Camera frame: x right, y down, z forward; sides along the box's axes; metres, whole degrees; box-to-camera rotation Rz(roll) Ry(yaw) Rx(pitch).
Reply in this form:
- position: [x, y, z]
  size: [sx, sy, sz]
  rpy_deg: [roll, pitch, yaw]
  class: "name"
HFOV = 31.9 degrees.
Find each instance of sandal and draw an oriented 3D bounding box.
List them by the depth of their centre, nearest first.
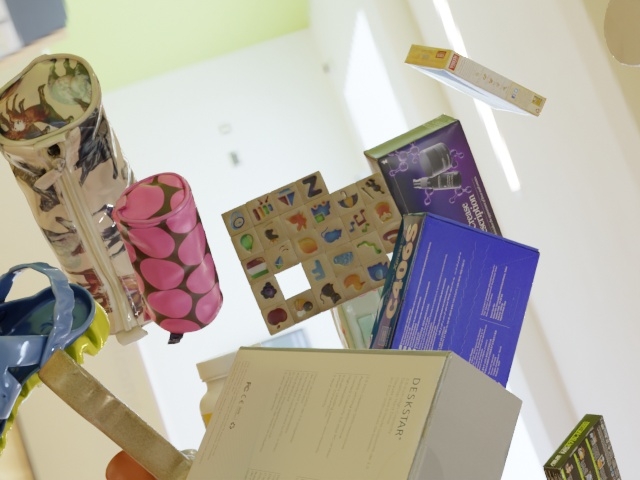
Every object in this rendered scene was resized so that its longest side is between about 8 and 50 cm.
- position: [-0.353, 0.133, 1.177]
  size: [0.126, 0.317, 0.138]
  rpy_deg: [23, -38, 17]
  class: "sandal"

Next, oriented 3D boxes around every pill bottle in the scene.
- position: [0.422, -0.235, 1.225]
  size: [0.121, 0.216, 0.121]
  rpy_deg: [12, -77, 60]
  class: "pill bottle"
- position: [-0.138, 0.388, 2.301]
  size: [0.188, 0.188, 0.333]
  rpy_deg: [140, -69, -83]
  class: "pill bottle"

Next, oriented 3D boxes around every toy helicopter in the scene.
- position: [-0.141, 0.227, 1.118]
  size: [0.355, 0.140, 0.235]
  rpy_deg: [46, -10, -20]
  class: "toy helicopter"

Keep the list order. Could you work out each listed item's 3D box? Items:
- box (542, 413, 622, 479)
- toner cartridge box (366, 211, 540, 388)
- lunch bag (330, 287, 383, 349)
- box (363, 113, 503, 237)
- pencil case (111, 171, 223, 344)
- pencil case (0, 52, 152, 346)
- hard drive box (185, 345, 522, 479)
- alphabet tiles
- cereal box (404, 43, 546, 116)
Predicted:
- position: [0.504, 0.457, 2.129]
  size: [0.045, 0.184, 0.190]
  rpy_deg: [-1, -63, 45]
  class: "box"
- position: [0.139, 0.154, 1.354]
  size: [0.075, 0.165, 0.347]
  rpy_deg: [177, -70, -71]
  class: "toner cartridge box"
- position: [0.089, 0.154, 1.907]
  size: [0.224, 0.108, 0.279]
  rpy_deg: [-120, -170, -68]
  class: "lunch bag"
- position: [0.221, -0.088, 2.190]
  size: [0.103, 0.184, 0.261]
  rpy_deg: [-130, -164, -71]
  class: "box"
- position: [-0.174, 0.019, 1.270]
  size: [0.209, 0.098, 0.095]
  rpy_deg: [82, 9, -45]
  class: "pencil case"
- position: [-0.315, -0.042, 1.523]
  size: [0.183, 0.160, 0.410]
  rpy_deg: [-92, 171, -45]
  class: "pencil case"
- position: [0.009, 0.176, 0.815]
  size: [0.089, 0.181, 0.232]
  rpy_deg: [36, -25, -34]
  class: "hard drive box"
- position: [0.000, 0.000, 1.595]
  size: [0.009, 0.237, 0.198]
  rpy_deg: [63, 4, -72]
  class: "alphabet tiles"
- position: [0.303, -0.315, 2.206]
  size: [0.047, 0.240, 0.173]
  rpy_deg: [-66, -154, 3]
  class: "cereal box"
